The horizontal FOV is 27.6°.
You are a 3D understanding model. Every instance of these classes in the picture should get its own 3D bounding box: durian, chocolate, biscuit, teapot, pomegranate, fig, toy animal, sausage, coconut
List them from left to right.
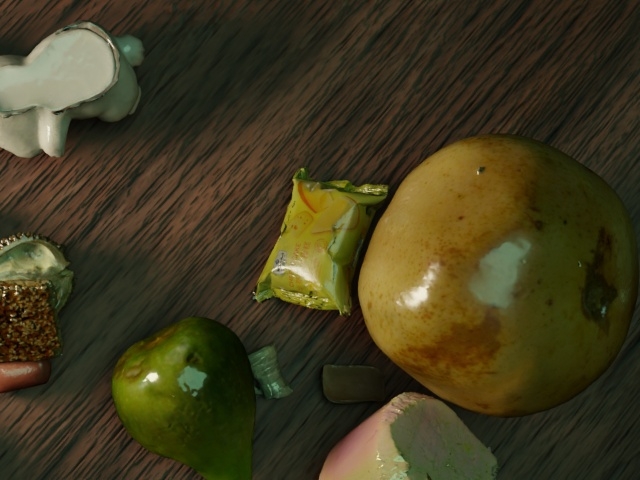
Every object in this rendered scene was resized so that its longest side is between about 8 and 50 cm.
[{"bbox_3d":[-0.473,0.114,1.789,0.230,0.025,0.131,-3,120,1],"label":"biscuit"},{"bbox_3d":[-0.442,0.055,1.842,0.188,0.091,0.148,-4,104,-23],"label":"durian"},{"bbox_3d":[-0.429,0.184,1.847,0.094,0.059,0.054,-11,85,-14],"label":"sausage"},{"bbox_3d":[-0.416,-0.219,1.854,0.325,0.154,0.209,2,76,-8],"label":"toy animal"},{"bbox_3d":[-0.164,0.249,1.852,0.206,0.206,0.275,-35,106,-15],"label":"fig"},{"bbox_3d":[-0.081,0.199,1.932,0.067,0.057,0.083,-26,94,23],"label":"teapot"},{"bbox_3d":[0.047,0.219,1.968,0.100,0.031,0.065,0,66,-17],"label":"chocolate"},{"bbox_3d":[0.117,0.357,1.865,0.233,0.245,0.233,19,48,-22],"label":"coconut"},{"bbox_3d":[0.246,0.047,1.866,0.416,0.416,0.417,2,83,-13],"label":"pomegranate"}]

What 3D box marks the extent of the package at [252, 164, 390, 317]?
[{"bbox_3d":[0.000,0.000,1.941,0.168,0.090,0.226,11,75,26],"label":"package"}]
